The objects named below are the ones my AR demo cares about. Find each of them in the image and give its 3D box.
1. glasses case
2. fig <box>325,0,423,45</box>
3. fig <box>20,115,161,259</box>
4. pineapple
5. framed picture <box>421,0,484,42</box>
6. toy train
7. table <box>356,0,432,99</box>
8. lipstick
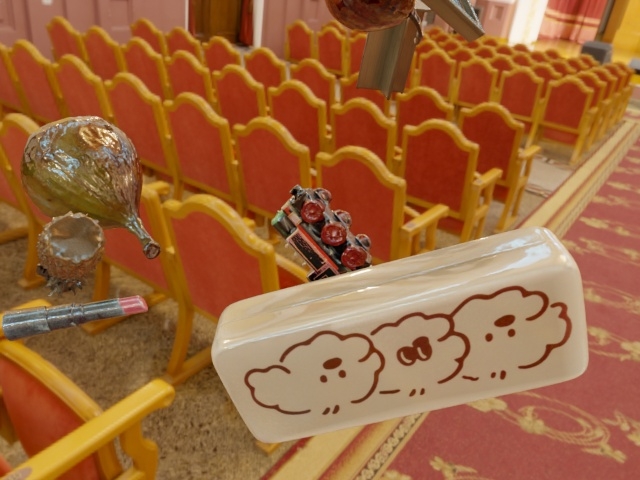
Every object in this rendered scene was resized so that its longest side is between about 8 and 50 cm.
[{"bbox_3d":[0.074,0.097,0.533,0.337,0.144,0.076,-16,29,9],"label":"glasses case"},{"bbox_3d":[0.096,-0.403,0.874,0.202,0.148,0.149,25,37,-3],"label":"fig"},{"bbox_3d":[-0.399,-0.073,1.006,0.217,0.217,0.321,-23,65,-45],"label":"fig"},{"bbox_3d":[-0.299,0.026,0.648,0.074,0.159,0.074,12,62,-25],"label":"pineapple"},{"bbox_3d":[0.046,-0.283,0.444,0.265,0.018,0.192,2,66,-54],"label":"framed picture"},{"bbox_3d":[0.000,0.000,0.657,0.138,0.087,0.050,48,21,-7],"label":"toy train"},{"bbox_3d":[0.174,-0.482,1.368,0.167,0.226,0.167,8,32,-5],"label":"table"},{"bbox_3d":[-0.416,0.129,0.940,0.234,0.053,0.053,-8,29,-1],"label":"lipstick"}]
